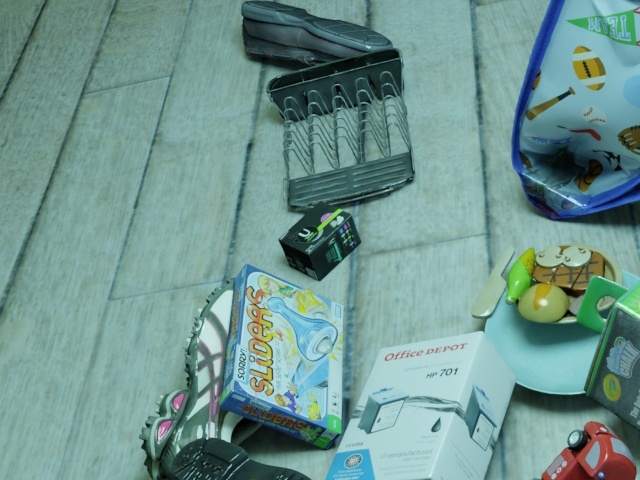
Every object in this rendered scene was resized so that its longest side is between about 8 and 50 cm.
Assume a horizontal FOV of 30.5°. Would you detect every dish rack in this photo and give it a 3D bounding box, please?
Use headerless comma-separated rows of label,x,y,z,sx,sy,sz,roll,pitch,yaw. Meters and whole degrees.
dish rack,0.032,-0.156,1.671,0.208,0.074,0.272,-14,40,10

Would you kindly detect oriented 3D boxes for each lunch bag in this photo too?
lunch bag,0.389,-0.235,1.388,0.238,0.385,0.328,32,57,11

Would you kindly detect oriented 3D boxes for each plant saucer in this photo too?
plant saucer,0.279,0.104,1.289,0.194,0.037,0.195,-13,40,11

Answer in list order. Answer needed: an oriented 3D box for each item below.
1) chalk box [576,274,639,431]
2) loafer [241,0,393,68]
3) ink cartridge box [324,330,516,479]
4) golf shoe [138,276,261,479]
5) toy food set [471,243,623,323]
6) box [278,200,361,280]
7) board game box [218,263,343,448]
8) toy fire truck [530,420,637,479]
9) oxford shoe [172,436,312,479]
chalk box,0.348,0.105,1.127,0.213,0.132,0.132,36,49,28
loafer,-0.010,-0.308,1.872,0.302,0.095,0.109,26,27,37
ink cartridge box,0.104,0.195,1.202,0.139,0.082,0.191,-15,36,38
golf shoe,-0.109,0.166,1.360,0.120,0.105,0.273,11,52,12
toy food set,0.270,0.044,1.301,0.192,0.039,0.132,6,46,29
box,0.000,0.000,1.521,0.062,0.052,0.083,24,58,41
board game box,-0.041,0.129,1.337,0.035,0.136,0.201,-52,23,36
toy fire truck,0.224,0.270,1.065,0.192,0.047,0.135,-51,22,9
oxford shoe,-0.048,0.280,1.185,0.083,0.096,0.227,-38,41,-28
